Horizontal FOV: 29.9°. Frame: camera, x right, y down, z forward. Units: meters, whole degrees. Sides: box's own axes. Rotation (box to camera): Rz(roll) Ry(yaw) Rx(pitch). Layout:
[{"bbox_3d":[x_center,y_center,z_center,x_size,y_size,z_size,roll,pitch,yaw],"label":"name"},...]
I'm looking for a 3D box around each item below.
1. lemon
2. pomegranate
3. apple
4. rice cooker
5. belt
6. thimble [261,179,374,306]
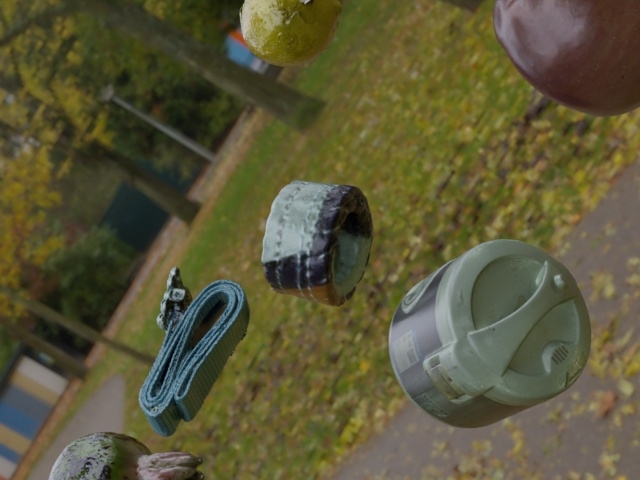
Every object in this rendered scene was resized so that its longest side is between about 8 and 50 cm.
[{"bbox_3d":[-0.058,-0.393,2.134,0.206,0.173,0.173,-2,52,49],"label":"lemon"},{"bbox_3d":[-0.197,0.264,1.224,0.138,0.163,0.125,-74,-12,-66],"label":"pomegranate"},{"bbox_3d":[0.404,-0.320,1.747,0.235,0.306,0.305,-51,10,25],"label":"apple"},{"bbox_3d":[0.272,0.155,1.953,0.288,0.288,0.277,-63,10,-29],"label":"rice cooker"},{"bbox_3d":[-0.145,0.115,1.251,0.065,0.100,0.179,76,-147,-47],"label":"belt"},{"bbox_3d":[0.000,0.000,2.214,0.237,0.150,0.237,12,-90,-69],"label":"thimble"}]
